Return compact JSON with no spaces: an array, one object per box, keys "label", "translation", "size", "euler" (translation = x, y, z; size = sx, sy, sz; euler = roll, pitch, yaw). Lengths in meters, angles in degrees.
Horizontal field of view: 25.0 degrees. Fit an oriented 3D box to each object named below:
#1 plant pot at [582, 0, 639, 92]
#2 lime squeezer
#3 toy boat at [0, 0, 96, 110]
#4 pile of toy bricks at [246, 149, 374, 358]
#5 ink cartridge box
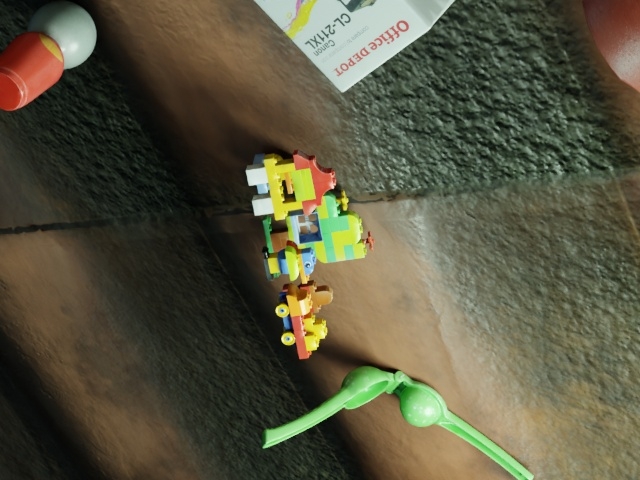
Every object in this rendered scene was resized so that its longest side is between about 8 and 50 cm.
[{"label":"plant pot","translation":[0.289,-0.193,0.865],"size":[0.272,0.272,0.265],"euler":[37,169,-1]},{"label":"lime squeezer","translation":[0.087,0.188,1.548],"size":[0.310,0.110,0.059],"euler":[12,126,-19]},{"label":"toy boat","translation":[-0.256,-0.276,1.309],"size":[0.268,0.148,0.318],"euler":[19,131,12]},{"label":"pile of toy bricks","translation":[0.000,0.000,1.432],"size":[0.105,0.118,0.212],"euler":[-8,111,6]},{"label":"ink cartridge box","translation":[0.011,-0.228,1.201],"size":[0.175,0.072,0.127],"euler":[46,139,-11]}]
